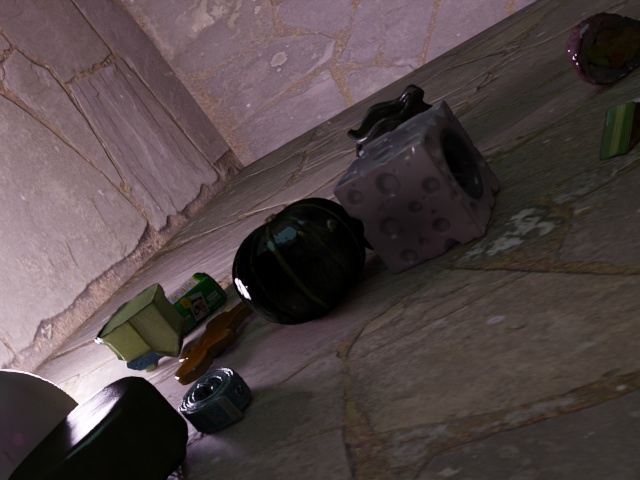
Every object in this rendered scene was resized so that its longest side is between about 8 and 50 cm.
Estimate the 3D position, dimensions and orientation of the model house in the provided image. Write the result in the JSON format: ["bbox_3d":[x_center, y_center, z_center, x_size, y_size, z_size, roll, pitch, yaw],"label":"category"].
[{"bbox_3d":[-0.497,0.267,2.187,0.214,0.189,0.195,-36,15,4],"label":"model house"}]

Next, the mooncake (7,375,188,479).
[{"bbox_3d":[-0.435,0.441,1.523,0.356,0.194,0.356,-35,11,8],"label":"mooncake"}]

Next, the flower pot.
[{"bbox_3d":[0.228,-0.300,2.254,0.302,0.213,0.302,-33,16,11],"label":"flower pot"}]

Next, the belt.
[{"bbox_3d":[-0.222,0.329,1.600,0.163,0.082,0.147,-30,20,27],"label":"belt"}]

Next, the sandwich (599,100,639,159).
[{"bbox_3d":[0.609,-0.204,1.511,0.074,0.074,0.116,-8,63,59],"label":"sandwich"}]

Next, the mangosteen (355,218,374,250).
[{"bbox_3d":[0.130,-0.043,1.839,0.140,0.140,0.140,-33,15,10],"label":"mangosteen"}]

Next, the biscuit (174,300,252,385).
[{"bbox_3d":[-0.278,0.269,1.971,0.197,0.049,0.301,-32,15,32],"label":"biscuit"}]

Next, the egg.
[{"bbox_3d":[-0.778,0.480,1.885,0.354,0.340,0.354,-32,14,9],"label":"egg"}]

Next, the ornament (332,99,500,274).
[{"bbox_3d":[0.215,-0.117,1.668,0.240,0.239,0.240,-27,18,33],"label":"ornament"}]

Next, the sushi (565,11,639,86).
[{"bbox_3d":[0.707,-0.486,1.849,0.241,0.161,0.107,-36,13,3],"label":"sushi"}]

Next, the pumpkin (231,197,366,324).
[{"bbox_3d":[-0.051,0.043,1.771,0.323,0.241,0.323,-40,13,12],"label":"pumpkin"}]

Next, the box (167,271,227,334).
[{"bbox_3d":[-0.420,0.209,2.369,0.250,0.103,0.180,-41,15,-12],"label":"box"}]
